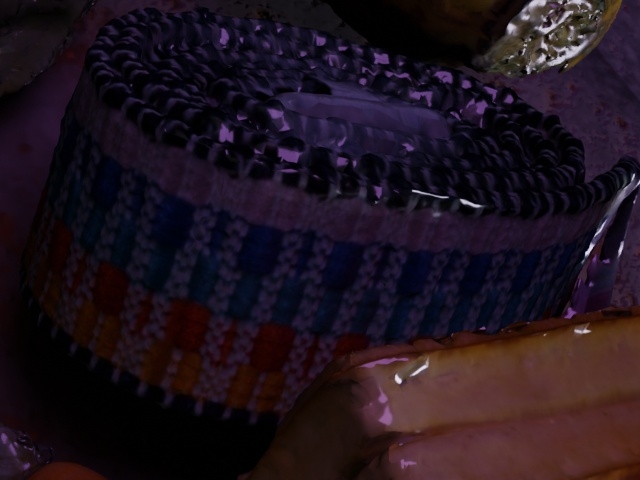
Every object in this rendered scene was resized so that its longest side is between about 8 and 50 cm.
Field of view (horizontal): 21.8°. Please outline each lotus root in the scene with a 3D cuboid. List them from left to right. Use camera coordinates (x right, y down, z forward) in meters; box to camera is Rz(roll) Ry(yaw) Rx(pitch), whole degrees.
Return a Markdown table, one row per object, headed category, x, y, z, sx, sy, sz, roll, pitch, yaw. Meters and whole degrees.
| category | x | y | z | sx | sy | sz | roll | pitch | yaw |
| --- | --- | --- | --- | --- | --- | --- | --- | --- | --- |
| lotus root | 0.039 | -0.233 | 0.998 | 0.196 | 0.179 | 0.397 | 15 | 32 | -46 |

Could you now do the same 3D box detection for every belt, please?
| category | x | y | z | sx | sy | sz | roll | pitch | yaw |
| --- | --- | --- | --- | --- | --- | --- | --- | --- | --- |
| belt | 0.000 | 0.000 | 0.807 | 0.295 | 0.160 | 0.207 | 1 | 28 | -43 |

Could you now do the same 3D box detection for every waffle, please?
| category | x | y | z | sx | sy | sz | roll | pitch | yaw |
| --- | --- | --- | --- | --- | --- | --- | --- | --- | --- |
| waffle | 0.103 | 0.115 | 0.755 | 0.308 | 0.213 | 0.091 | -7 | 57 | -34 |

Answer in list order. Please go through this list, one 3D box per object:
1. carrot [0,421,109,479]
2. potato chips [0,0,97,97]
| category | x | y | z | sx | sy | sz | roll | pitch | yaw |
| --- | --- | --- | --- | --- | --- | --- | --- | --- | --- |
| carrot | -0.048 | 0.214 | 0.688 | 0.069 | 0.069 | 0.336 | -25 | 74 | -42 |
| potato chips | -0.264 | -0.234 | 0.898 | 0.358 | 0.070 | 0.429 | 34 | 46 | -9 |
